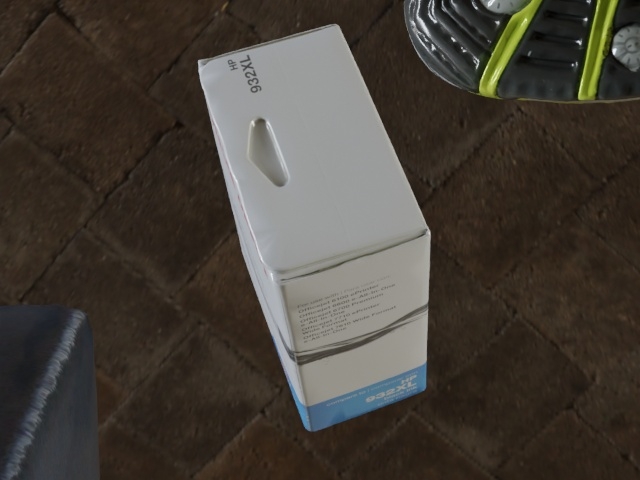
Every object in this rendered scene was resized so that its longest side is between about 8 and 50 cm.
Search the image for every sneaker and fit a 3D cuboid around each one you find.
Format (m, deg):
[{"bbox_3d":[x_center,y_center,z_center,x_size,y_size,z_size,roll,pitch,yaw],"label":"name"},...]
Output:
[{"bbox_3d":[0.237,-0.155,0.605,0.385,0.147,0.145,-14,84,11],"label":"sneaker"}]

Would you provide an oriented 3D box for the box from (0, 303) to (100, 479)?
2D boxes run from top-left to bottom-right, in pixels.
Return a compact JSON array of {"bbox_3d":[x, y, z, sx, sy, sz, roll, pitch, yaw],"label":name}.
[{"bbox_3d":[-0.316,0.227,0.258,0.472,0.480,0.297,0,110,-1],"label":"box"}]

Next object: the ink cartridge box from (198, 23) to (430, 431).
[{"bbox_3d":[0.000,0.000,0.993,0.129,0.223,0.307,-18,150,-6],"label":"ink cartridge box"}]
